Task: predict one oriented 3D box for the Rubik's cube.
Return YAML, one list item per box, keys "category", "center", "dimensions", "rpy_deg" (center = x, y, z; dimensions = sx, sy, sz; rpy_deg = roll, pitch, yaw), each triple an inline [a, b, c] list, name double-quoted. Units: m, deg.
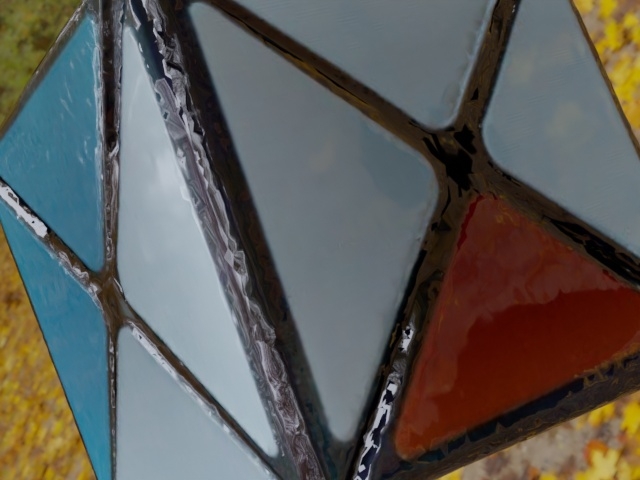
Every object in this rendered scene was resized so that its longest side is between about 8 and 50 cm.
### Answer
- category: "Rubik's cube"
  center: [0.000, 0.000, 0.554]
  dimensions: [0.246, 0.250, 0.248]
  rpy_deg: [-31, 77, 55]
